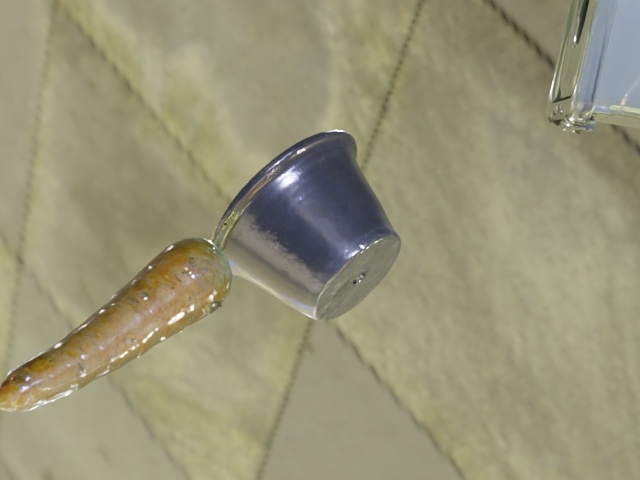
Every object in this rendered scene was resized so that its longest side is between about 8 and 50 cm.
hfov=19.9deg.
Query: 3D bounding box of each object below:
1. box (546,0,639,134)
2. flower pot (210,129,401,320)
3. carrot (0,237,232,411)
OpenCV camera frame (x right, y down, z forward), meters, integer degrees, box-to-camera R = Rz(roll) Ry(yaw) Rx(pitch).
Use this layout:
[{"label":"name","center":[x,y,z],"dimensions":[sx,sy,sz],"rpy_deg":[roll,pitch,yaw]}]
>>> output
[{"label":"box","center":[0.223,-0.152,1.255],"dimensions":[0.124,0.092,0.172],"rpy_deg":[-135,57,-87]},{"label":"flower pot","center":[0.000,0.000,2.192],"dimensions":[0.148,0.235,0.235],"rpy_deg":[44,145,20]},{"label":"carrot","center":[-0.200,0.090,1.667],"dimensions":[0.078,0.298,0.078],"rpy_deg":[31,139,32]}]
